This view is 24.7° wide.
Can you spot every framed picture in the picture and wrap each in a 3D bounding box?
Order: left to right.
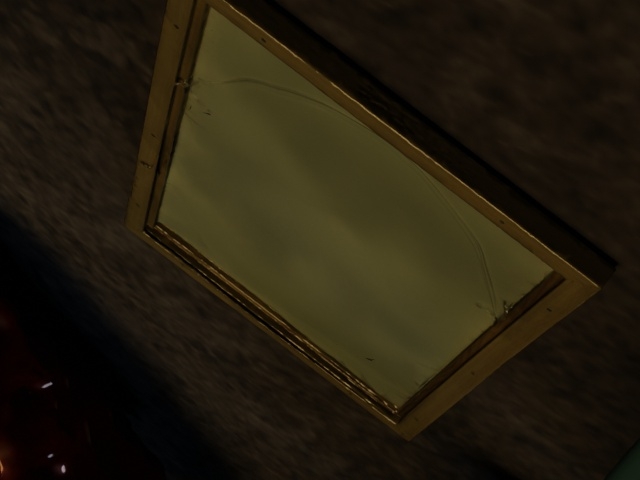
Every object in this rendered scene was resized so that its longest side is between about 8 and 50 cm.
[{"bbox_3d":[0.000,0.000,0.459,0.136,0.010,0.201,37,159,3],"label":"framed picture"}]

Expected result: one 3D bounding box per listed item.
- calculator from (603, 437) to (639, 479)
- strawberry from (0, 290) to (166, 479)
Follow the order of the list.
[{"bbox_3d":[0.136,0.181,0.325,0.256,0.054,0.386,32,125,20],"label":"calculator"},{"bbox_3d":[-0.231,0.133,0.766,0.317,0.295,0.345,-113,14,-49],"label":"strawberry"}]
